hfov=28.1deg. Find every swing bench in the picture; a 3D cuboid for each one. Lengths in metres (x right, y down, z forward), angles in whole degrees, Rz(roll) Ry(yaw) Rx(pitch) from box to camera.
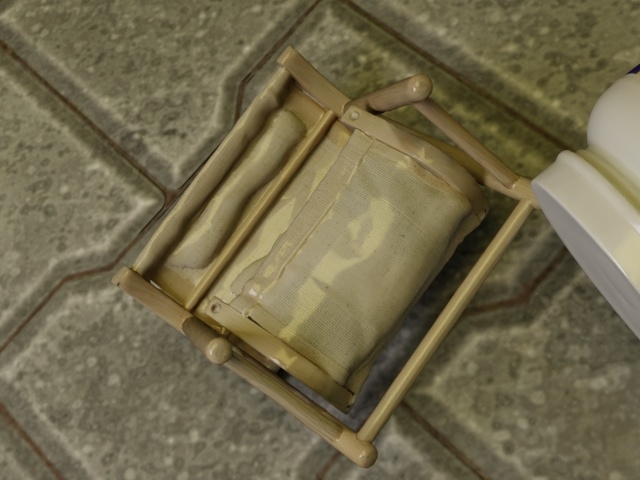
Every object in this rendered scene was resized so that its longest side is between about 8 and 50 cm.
[{"bbox_3d":[0.000,0.000,1.016,0.253,0.165,0.254,-54,27,-5],"label":"swing bench"}]

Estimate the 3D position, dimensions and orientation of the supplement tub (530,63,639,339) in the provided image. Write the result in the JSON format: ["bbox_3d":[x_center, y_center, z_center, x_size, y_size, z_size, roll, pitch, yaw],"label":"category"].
[{"bbox_3d":[0.336,-0.062,0.866,0.331,0.241,0.241,-38,58,3],"label":"supplement tub"}]
